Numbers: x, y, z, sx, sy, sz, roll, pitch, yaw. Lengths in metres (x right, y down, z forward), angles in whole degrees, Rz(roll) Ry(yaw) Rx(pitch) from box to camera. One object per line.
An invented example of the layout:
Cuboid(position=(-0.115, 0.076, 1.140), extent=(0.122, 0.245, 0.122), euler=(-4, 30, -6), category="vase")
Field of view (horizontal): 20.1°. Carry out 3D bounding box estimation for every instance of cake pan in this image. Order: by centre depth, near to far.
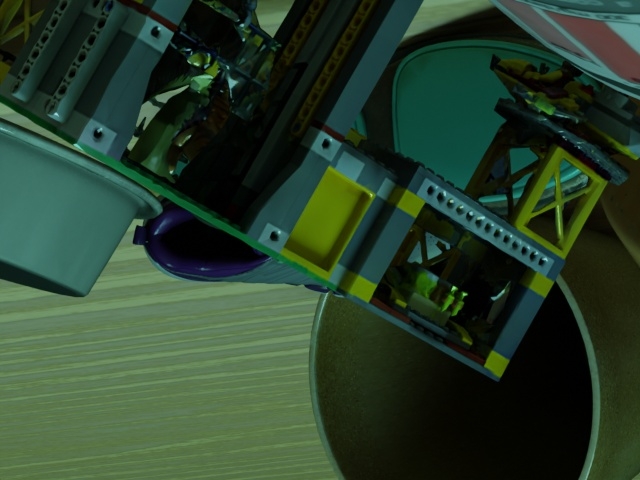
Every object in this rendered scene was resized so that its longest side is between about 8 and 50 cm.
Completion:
Cuboid(position=(-0.218, -0.038, 0.811), extent=(0.293, 0.054, 0.293), euler=(17, 173, 2), category="cake pan")

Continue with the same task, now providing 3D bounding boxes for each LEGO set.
Cuboid(position=(-0.009, -0.099, 0.692), extent=(0.331, 0.192, 0.255), euler=(30, 179, -34), category="LEGO set")

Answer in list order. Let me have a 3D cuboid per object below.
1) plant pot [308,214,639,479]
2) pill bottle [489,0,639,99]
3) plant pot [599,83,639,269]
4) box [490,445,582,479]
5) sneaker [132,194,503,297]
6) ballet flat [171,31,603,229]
Cuboid(position=(0.164, 0.082, 1.249), extent=(0.237, 0.237, 0.254), euler=(-20, 171, 43), category="plant pot")
Cuboid(position=(0.096, -0.147, 0.434), extent=(0.210, 0.210, 0.363), euler=(-12, 162, 26), category="pill bottle")
Cuboid(position=(0.259, -0.030, 0.793), extent=(0.203, 0.291, 0.291), euler=(30, 146, -35), category="plant pot")
Cuboid(position=(0.140, 0.194, 1.411), extent=(0.142, 0.154, 0.300), euler=(-1, -153, -8), category="box")
Cuboid(position=(0.000, 0.000, 1.085), extent=(0.223, 0.083, 0.098), euler=(-5, -176, 3), category="sneaker")
Cuboid(position=(0.049, -0.056, 0.960), extent=(0.280, 0.095, 0.096), euler=(-3, 176, 35), category="ballet flat")
